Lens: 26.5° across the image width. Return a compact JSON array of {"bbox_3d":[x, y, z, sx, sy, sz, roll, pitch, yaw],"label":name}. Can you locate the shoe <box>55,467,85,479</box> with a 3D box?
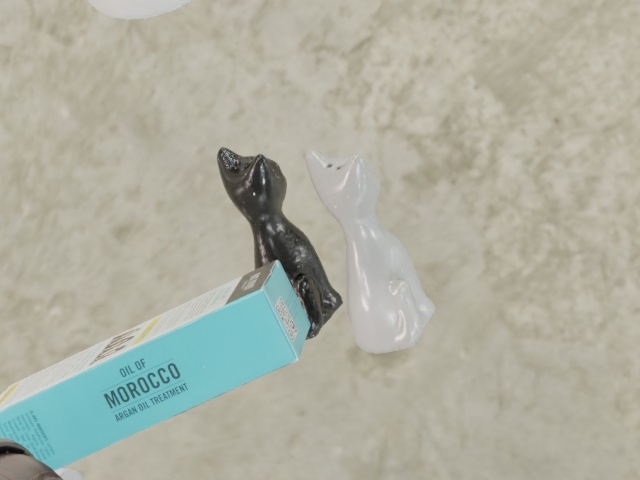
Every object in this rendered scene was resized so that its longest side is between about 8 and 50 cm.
[{"bbox_3d":[-0.285,0.307,1.322,0.063,0.081,0.178,30,65,-46],"label":"shoe"}]

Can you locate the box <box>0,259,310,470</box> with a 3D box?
[{"bbox_3d":[-0.131,0.100,1.017,0.244,0.100,0.060,-25,98,10],"label":"box"}]

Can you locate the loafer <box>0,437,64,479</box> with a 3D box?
[{"bbox_3d":[-0.138,0.140,0.533,0.095,0.302,0.109,30,81,9],"label":"loafer"}]

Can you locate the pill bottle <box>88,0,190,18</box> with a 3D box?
[{"bbox_3d":[-0.137,-0.249,0.814,0.131,0.229,0.131,-9,51,11],"label":"pill bottle"}]

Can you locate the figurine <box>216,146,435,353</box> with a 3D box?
[{"bbox_3d":[0.000,0.000,1.348,0.092,0.215,0.209,-38,118,-37],"label":"figurine"}]
